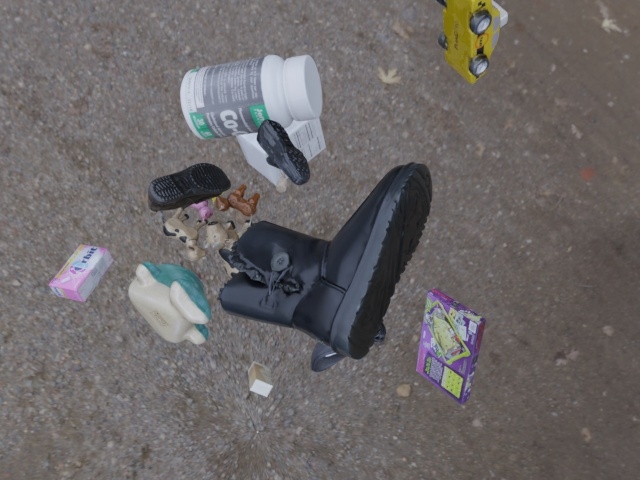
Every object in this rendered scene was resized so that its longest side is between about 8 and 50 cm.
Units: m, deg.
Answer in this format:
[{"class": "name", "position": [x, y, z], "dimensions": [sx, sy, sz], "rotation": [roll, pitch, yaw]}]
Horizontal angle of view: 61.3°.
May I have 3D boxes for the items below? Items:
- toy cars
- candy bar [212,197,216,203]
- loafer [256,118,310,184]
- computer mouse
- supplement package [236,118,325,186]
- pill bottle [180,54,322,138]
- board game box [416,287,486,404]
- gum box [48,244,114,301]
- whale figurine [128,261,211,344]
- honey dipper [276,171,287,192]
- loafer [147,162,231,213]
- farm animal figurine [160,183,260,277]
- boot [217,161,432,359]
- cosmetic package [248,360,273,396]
[{"class": "toy cars", "position": [0.201, -0.440, 0.849], "dimensions": [0.087, 0.176, 0.394], "rotation": [-33, 110, -3]}, {"class": "candy bar", "position": [-0.370, -0.177, 1.976], "dimensions": [0.018, 0.161, 0.040], "rotation": [-13, 81, -36]}, {"class": "loafer", "position": [-0.097, -0.212, 1.358], "dimensions": [0.076, 0.078, 0.223], "rotation": [3, 44, -45]}, {"class": "computer mouse", "position": [0.068, 0.254, 1.519], "dimensions": [0.060, 0.262, 0.184], "rotation": [48, 28, -21]}, {"class": "supplement package", "position": [-0.152, -0.392, 2.080], "dimensions": [0.262, 0.198, 0.199], "rotation": [-41, 59, -15]}, {"class": "pill bottle", "position": [-0.190, -0.407, 1.526], "dimensions": [0.360, 0.204, 0.204], "rotation": [-5, 69, 17]}, {"class": "board game box", "position": [0.421, 0.350, 1.779], "dimensions": [0.056, 0.347, 0.208], "rotation": [-25, 40, -36]}, {"class": "gum box", "position": [-0.766, 0.098, 1.746], "dimensions": [0.107, 0.062, 0.188], "rotation": [10, 50, 16]}, {"class": "whale figurine", "position": [-0.296, 0.120, 1.149], "dimensions": [0.141, 0.272, 0.216], "rotation": [-44, 104, -31]}, {"class": "honey dipper", "position": [-0.112, -0.208, 1.665], "dimensions": [0.030, 0.031, 0.161], "rotation": [9, 44, -3]}, {"class": "loafer", "position": [-0.297, -0.115, 1.202], "dimensions": [0.220, 0.078, 0.080], "rotation": [-19, 76, -48]}, {"class": "farm animal figurine", "position": [-0.297, -0.001, 1.604], "dimensions": [0.327, 0.330, 0.172], "rotation": [53, 40, -25]}, {"class": "boot", "position": [0.000, 0.000, 0.650], "dimensions": [0.207, 0.094, 0.247], "rotation": [17, 75, 33]}, {"class": "cosmetic package", "position": [-0.181, 0.414, 1.621], "dimensions": [0.060, 0.115, 0.041], "rotation": [27, 99, -18]}]
